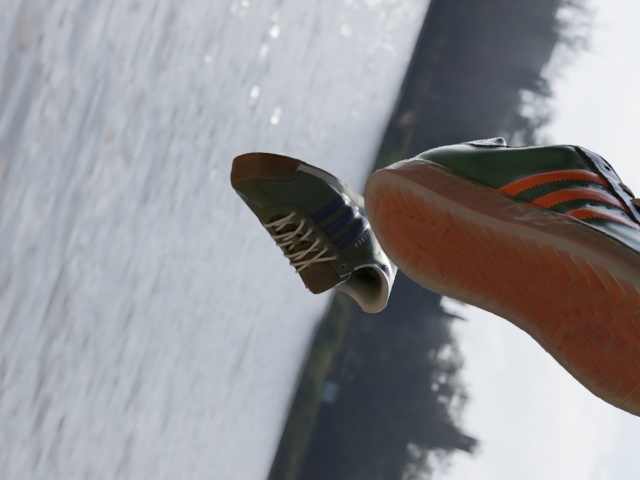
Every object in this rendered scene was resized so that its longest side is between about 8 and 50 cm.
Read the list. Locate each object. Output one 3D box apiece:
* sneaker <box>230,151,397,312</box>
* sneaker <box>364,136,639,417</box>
[{"bbox_3d":[0.000,0.000,1.219,0.064,0.192,0.086,-17,-121,37],"label":"sneaker"},{"bbox_3d":[0.163,0.003,0.893,0.121,0.302,0.108,-29,130,-27],"label":"sneaker"}]
